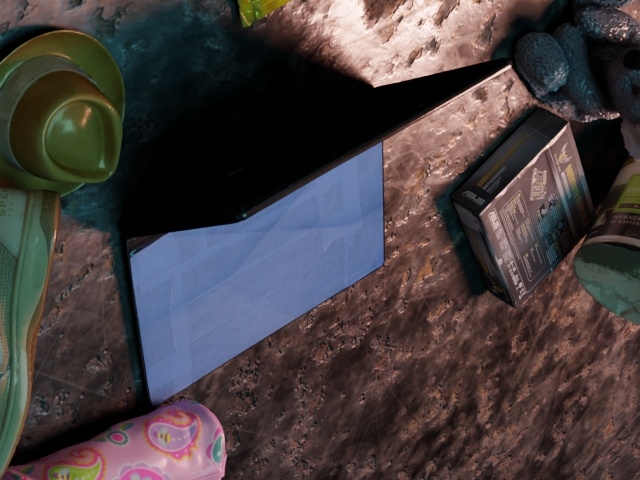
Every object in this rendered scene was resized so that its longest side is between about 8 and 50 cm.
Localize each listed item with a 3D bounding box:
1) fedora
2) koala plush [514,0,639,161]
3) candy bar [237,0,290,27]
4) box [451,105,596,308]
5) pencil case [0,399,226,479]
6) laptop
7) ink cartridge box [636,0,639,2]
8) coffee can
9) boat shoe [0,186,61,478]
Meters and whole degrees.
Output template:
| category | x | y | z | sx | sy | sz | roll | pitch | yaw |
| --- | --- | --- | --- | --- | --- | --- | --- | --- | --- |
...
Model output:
| category | x | y | z | sx | sy | sz | roll | pitch | yaw |
| --- | --- | --- | --- | --- | --- | --- | --- | --- | --- |
| fedora | -0.249 | -0.108 | 1.657 | 0.194 | 0.079 | 0.194 | -29 | 136 | -32 |
| koala plush | 0.401 | -0.208 | 2.183 | 0.196 | 0.221 | 0.203 | -49 | 143 | -10 |
| candy bar | -0.024 | -0.280 | 1.828 | 0.161 | 0.018 | 0.040 | -36 | 142 | -25 |
| box | 0.281 | -0.042 | 2.312 | 0.183 | 0.056 | 0.231 | -46 | 143 | -15 |
| pencil case | -0.240 | 0.273 | 1.921 | 0.284 | 0.124 | 0.124 | -18 | 129 | -40 |
| laptop | 0.000 | 0.000 | 1.897 | 0.382 | 0.408 | 0.236 | -31 | 103 | -30 |
| ink cartridge box | 0.533 | -0.414 | 2.186 | 0.117 | 0.207 | 0.283 | -20 | 131 | -40 |
| coffee can | 0.498 | -0.039 | 2.372 | 0.275 | 0.202 | 0.201 | -59 | 147 | -26 |
| boat shoe | -0.338 | 0.095 | 1.702 | 0.110 | 0.121 | 0.341 | 9 | 114 | -12 |
